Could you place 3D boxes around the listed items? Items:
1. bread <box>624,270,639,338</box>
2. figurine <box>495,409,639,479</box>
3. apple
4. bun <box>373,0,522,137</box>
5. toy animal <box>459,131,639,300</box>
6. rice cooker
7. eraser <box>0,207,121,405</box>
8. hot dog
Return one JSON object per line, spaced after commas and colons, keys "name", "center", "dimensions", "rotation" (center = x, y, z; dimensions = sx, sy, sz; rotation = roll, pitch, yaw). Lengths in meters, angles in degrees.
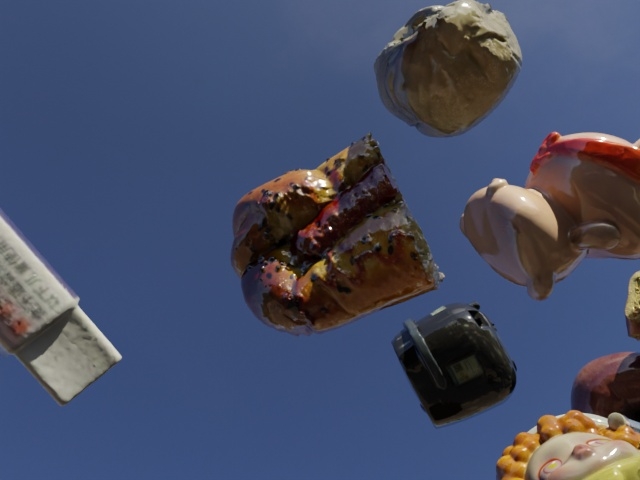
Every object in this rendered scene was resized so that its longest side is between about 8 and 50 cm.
{"name": "bread", "center": [0.763, 0.178, 1.286], "dimensions": [0.119, 0.067, 0.193], "rotation": [-32, -70, -40]}
{"name": "figurine", "center": [0.323, 0.329, 0.590], "dimensions": [0.224, 0.382, 0.205], "rotation": [-28, -93, 8]}
{"name": "apple", "center": [0.769, 0.421, 1.349], "dimensions": [0.305, 0.235, 0.306], "rotation": [-2, -98, 14]}
{"name": "bun", "center": [0.230, -0.341, 1.072], "dimensions": [0.204, 0.281, 0.282], "rotation": [28, -82, -32]}
{"name": "toy animal", "center": [0.268, -0.034, 0.602], "dimensions": [0.197, 0.171, 0.171], "rotation": [-30, -70, -2]}
{"name": "rice cooker", "center": [0.295, 0.268, 1.229], "dimensions": [0.224, 0.267, 0.267], "rotation": [-28, -70, 4]}
{"name": "eraser", "center": [-0.249, 0.027, 0.419], "dimensions": [0.068, 0.124, 0.210], "rotation": [-43, -78, -29]}
{"name": "hot dog", "center": [0.000, 0.000, 1.061], "dimensions": [0.365, 0.367, 0.196], "rotation": [-27, -36, 9]}
